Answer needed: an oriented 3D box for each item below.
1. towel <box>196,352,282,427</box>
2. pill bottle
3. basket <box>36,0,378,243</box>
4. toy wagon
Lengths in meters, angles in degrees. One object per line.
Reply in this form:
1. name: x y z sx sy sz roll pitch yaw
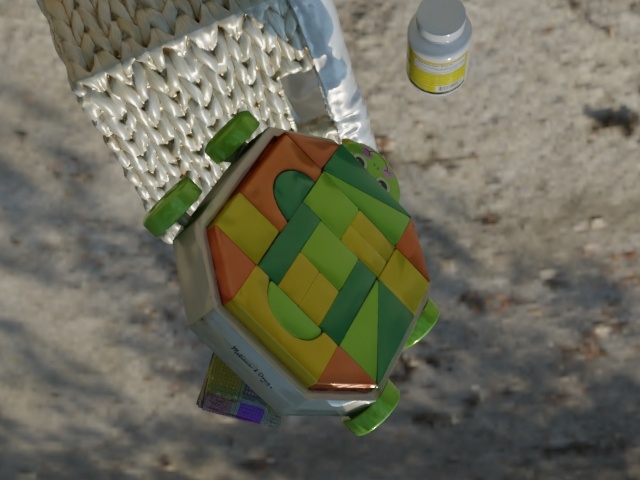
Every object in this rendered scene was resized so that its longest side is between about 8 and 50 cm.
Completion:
1. towel: -0.069 0.135 1.170 0.083 0.060 0.009 19 169 -23
2. pill bottle: 0.118 -0.196 1.269 0.065 0.065 0.116 -2 160 1
3. basket: -0.132 -0.222 1.364 0.267 0.331 0.328 -26 147 -3
4. toy wagon: 0.000 0.000 1.158 0.267 0.344 0.068 46 132 -12
